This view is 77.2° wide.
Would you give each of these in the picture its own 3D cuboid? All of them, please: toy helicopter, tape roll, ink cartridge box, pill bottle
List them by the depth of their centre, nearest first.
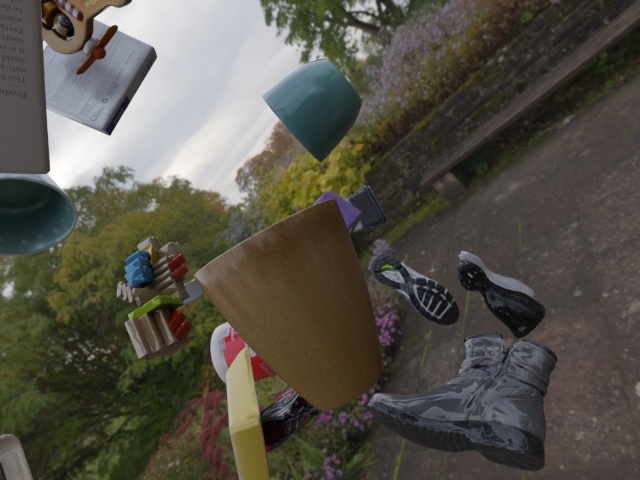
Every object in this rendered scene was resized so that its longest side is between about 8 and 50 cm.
[{"bbox_3d":[0.000,0.000,0.806,0.189,0.080,0.189,-53,-8,-11],"label":"tape roll"},{"bbox_3d":[-0.642,-0.611,1.094,0.355,0.235,0.140,-9,31,25],"label":"toy helicopter"},{"bbox_3d":[-0.745,-0.538,1.262,0.071,0.330,0.324,125,169,-76],"label":"ink cartridge box"},{"bbox_3d":[-0.150,0.341,1.392,0.408,0.229,0.229,-22,13,11],"label":"pill bottle"}]

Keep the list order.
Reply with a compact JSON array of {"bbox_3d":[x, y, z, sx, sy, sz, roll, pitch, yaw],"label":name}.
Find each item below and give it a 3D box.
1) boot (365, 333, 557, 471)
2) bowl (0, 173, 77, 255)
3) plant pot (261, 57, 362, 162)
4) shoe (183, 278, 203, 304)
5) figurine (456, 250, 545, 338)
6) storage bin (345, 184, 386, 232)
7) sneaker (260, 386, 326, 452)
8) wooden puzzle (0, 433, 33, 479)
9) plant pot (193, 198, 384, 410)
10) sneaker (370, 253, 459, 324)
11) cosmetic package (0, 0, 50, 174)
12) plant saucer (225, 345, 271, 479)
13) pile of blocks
[{"bbox_3d":[0.273,0.293,0.796,0.338,0.118,0.223,-1,46,34],"label":"boot"},{"bbox_3d":[-0.927,-0.117,1.213,0.311,0.163,0.311,-23,-33,-16],"label":"bowl"},{"bbox_3d":[-0.007,-0.443,1.319,0.235,0.293,0.293,-40,9,11],"label":"plant pot"},{"bbox_3d":[-0.408,0.161,1.310,0.081,0.063,0.178,-47,2,41],"label":"shoe"},{"bbox_3d":[0.421,0.109,0.985,0.092,0.209,0.215,-53,-9,19],"label":"figurine"},{"bbox_3d":[0.126,-0.092,1.271,0.091,0.135,0.098,-26,-1,-32],"label":"storage bin"},{"bbox_3d":[-0.055,0.438,1.044,0.299,0.121,0.112,-46,-6,-2],"label":"sneaker"},{"bbox_3d":[-0.494,0.386,0.514,0.221,0.239,0.044,-18,-52,-42],"label":"wooden puzzle"},{"bbox_3d":[-0.019,0.105,0.593,0.237,0.254,0.237,-30,-3,-1],"label":"plant pot"},{"bbox_3d":[0.298,0.148,1.241,0.111,0.300,0.121,-53,-23,6],"label":"sneaker"},{"bbox_3d":[-0.476,-0.320,0.478,0.230,0.161,0.453,-5,-62,-38],"label":"cosmetic package"},{"bbox_3d":[-0.201,0.520,1.108,0.081,0.333,0.333,-9,19,-13],"label":"plant saucer"},{"bbox_3d":[-0.370,0.095,0.929,0.112,0.149,0.362,-32,49,6],"label":"pile of blocks"}]
